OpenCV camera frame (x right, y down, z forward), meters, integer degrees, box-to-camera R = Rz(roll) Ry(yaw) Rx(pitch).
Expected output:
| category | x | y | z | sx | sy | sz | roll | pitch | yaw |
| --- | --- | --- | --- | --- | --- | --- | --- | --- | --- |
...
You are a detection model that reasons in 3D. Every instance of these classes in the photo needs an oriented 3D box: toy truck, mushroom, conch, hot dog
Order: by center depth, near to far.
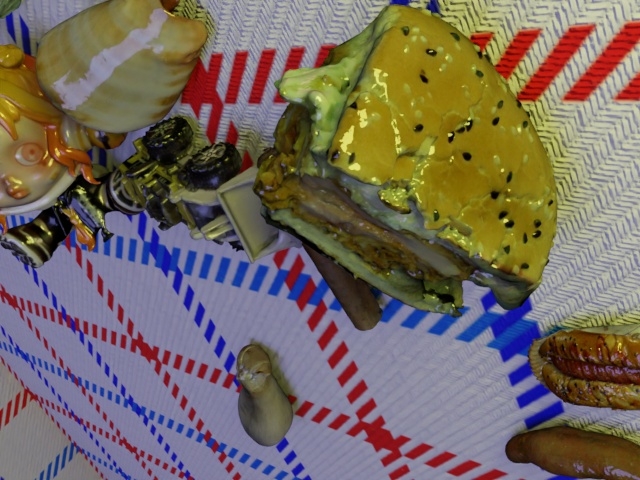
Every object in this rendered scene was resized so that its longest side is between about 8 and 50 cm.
| category | x | y | z | sx | sy | sz | roll | pitch | yaw |
| --- | --- | --- | --- | --- | --- | --- | --- | --- | --- |
| hot dog | 0.282 | 0.123 | 0.743 | 0.099 | 0.053 | 0.192 | 47 | 151 | -15 |
| conch | -0.237 | -0.195 | 0.862 | 0.158 | 0.127 | 0.255 | 51 | 148 | -12 |
| toy truck | -0.144 | -0.052 | 0.922 | 0.286 | 0.111 | 0.136 | 26 | 149 | 47 |
| mushroom | -0.107 | 0.278 | 1.337 | 0.116 | 0.093 | 0.225 | 49 | 161 | 33 |

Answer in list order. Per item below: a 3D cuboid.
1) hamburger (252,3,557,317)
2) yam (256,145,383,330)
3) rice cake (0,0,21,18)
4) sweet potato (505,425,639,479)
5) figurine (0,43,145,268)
| category | x | y | z | sx | sy | sz | roll | pitch | yaw |
| --- | --- | --- | --- | --- | --- | --- | --- | --- | --- |
| hamburger | 0.078 | -0.065 | 0.632 | 0.288 | 0.192 | 0.167 | 30 | 164 | -32 |
| yam | 0.000 | 0.000 | 0.915 | 0.046 | 0.046 | 0.264 | -1 | 128 | 49 |
| rice cake | -0.362 | -0.364 | 0.859 | 0.066 | 0.063 | 0.336 | 36 | 149 | -10 |
| sweet potato | 0.290 | 0.248 | 0.889 | 0.078 | 0.058 | 0.255 | 31 | 158 | -23 |
| figurine | -0.420 | -0.131 | 1.085 | 0.320 | 0.196 | 0.323 | -25 | 127 | 11 |
